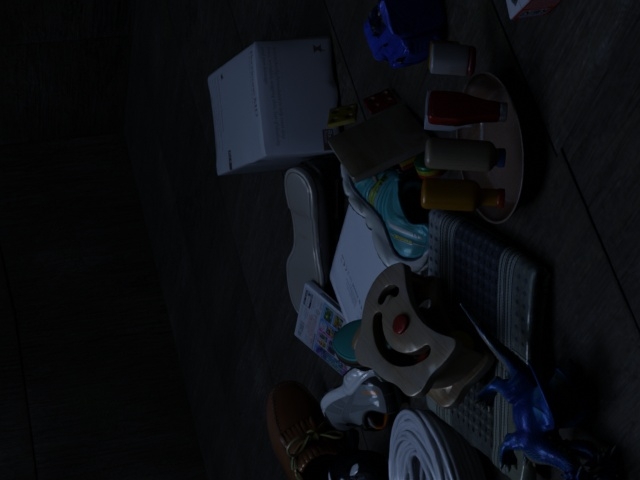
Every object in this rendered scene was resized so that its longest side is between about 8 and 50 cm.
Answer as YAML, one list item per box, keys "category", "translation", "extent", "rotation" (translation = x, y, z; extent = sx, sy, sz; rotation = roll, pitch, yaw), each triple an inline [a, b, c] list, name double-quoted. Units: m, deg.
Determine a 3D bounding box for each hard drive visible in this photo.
- category: "hard drive"
  translation: [0.086, 0.042, 2.196]
  extent: [0.318, 0.040, 0.210]
  rotation: [105, 152, -51]

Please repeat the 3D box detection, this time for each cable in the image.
- category: "cable"
  translation: [0.181, 0.380, 1.962]
  extent: [0.257, 0.089, 0.257]
  rotation: [-142, 47, -68]

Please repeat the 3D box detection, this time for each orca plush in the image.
- category: "orca plush"
  translation: [0.077, 0.377, 2.245]
  extent: [0.287, 0.151, 0.102]
  rotation: [51, -142, -81]

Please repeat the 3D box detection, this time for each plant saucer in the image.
- category: "plant saucer"
  translation: [0.231, -0.122, 1.671]
  extent: [0.198, 0.036, 0.198]
  rotation: [172, 90, -72]

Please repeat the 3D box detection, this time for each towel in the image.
- category: "towel"
  translation: [0.231, 0.140, 1.787]
  extent: [0.312, 0.056, 0.324]
  rotation: [-143, 50, -62]

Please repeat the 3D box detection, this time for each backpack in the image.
- category: "backpack"
  translation: [0.116, -0.300, 1.861]
  extent: [0.120, 0.098, 0.101]
  rotation: [150, 107, -71]

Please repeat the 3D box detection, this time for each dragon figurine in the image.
- category: "dragon figurine"
  translation: [0.269, 0.192, 1.566]
  extent: [0.144, 0.085, 0.289]
  rotation: [-35, 63, 47]

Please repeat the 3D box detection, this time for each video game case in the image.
- category: "video game case"
  translation: [0.016, 0.168, 2.406]
  extent: [0.143, 0.019, 0.157]
  rotation: [39, 142, 23]

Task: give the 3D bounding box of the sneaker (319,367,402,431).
- category: "sneaker"
  translation: [0.072, 0.294, 2.261]
  extent: [0.271, 0.100, 0.108]
  rotation: [120, 134, -63]

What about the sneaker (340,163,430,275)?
- category: "sneaker"
  translation: [0.120, -0.068, 1.995]
  extent: [0.110, 0.107, 0.275]
  rotation: [-60, 42, 33]

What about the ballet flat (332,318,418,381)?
- category: "ballet flat"
  translation: [0.110, 0.182, 2.076]
  extent: [0.096, 0.095, 0.280]
  rotation: [45, 162, -15]

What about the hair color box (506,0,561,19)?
- category: "hair color box"
  translation: [0.259, -0.327, 1.465]
  extent: [0.167, 0.053, 0.093]
  rotation: [141, 119, -68]

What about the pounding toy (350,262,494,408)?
- category: "pounding toy"
  translation: [0.153, 0.133, 1.814]
  extent: [0.269, 0.155, 0.154]
  rotation: [29, 96, 54]

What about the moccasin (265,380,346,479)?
- category: "moccasin"
  translation: [-0.005, 0.431, 2.489]
  extent: [0.147, 0.139, 0.380]
  rotation: [107, 150, -52]

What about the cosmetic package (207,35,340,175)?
- category: "cosmetic package"
  translation: [-0.093, -0.246, 2.454]
  extent: [0.385, 0.156, 0.217]
  rotation: [165, 99, -74]

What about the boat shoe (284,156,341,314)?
- category: "boat shoe"
  translation: [0.000, 0.000, 2.407]
  extent: [0.112, 0.096, 0.335]
  rotation: [31, 134, 41]

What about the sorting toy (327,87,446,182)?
- category: "sorting toy"
  translation: [0.092, -0.141, 1.968]
  extent: [0.274, 0.132, 0.046]
  rotation: [-120, 5, -55]

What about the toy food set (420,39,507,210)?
- category: "toy food set"
  translation: [0.187, -0.157, 1.633]
  extent: [0.111, 0.105, 0.232]
  rotation: [89, -175, -68]
